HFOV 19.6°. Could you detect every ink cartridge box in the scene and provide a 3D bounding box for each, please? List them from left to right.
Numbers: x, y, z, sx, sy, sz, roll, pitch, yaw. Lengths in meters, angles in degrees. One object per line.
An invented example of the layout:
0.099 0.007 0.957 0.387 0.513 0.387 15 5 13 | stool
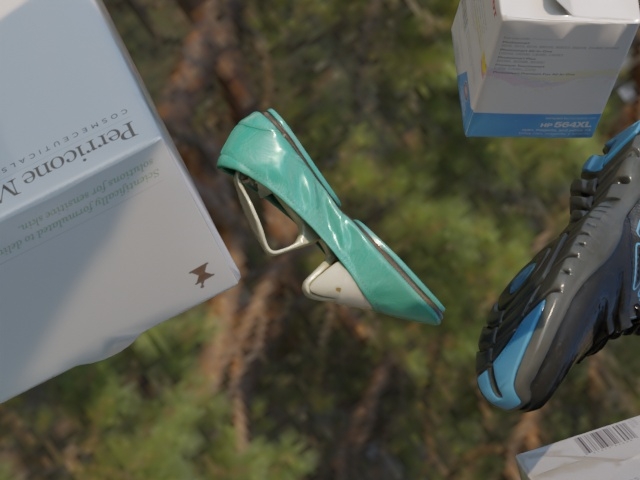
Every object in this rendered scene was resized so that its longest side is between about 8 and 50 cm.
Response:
0.143 -0.142 1.178 0.143 0.089 0.092 105 -15 -58 | ink cartridge box

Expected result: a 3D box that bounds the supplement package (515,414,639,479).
0.305 0.320 1.629 0.175 0.177 0.293 -125 -161 -75 | supplement package

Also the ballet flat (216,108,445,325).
0.000 0.000 1.617 0.247 0.087 0.083 49 -6 1 | ballet flat

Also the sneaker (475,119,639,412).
0.251 0.035 1.564 0.139 0.341 0.125 44 -37 -6 | sneaker

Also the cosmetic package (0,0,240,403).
-0.217 -0.089 1.237 0.365 0.197 0.155 59 -5 43 | cosmetic package
